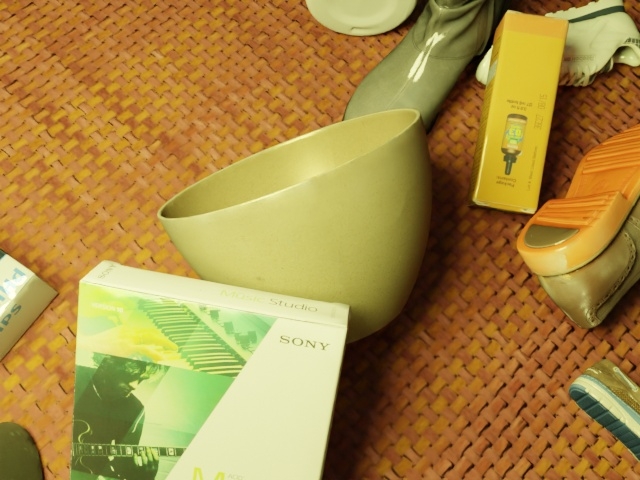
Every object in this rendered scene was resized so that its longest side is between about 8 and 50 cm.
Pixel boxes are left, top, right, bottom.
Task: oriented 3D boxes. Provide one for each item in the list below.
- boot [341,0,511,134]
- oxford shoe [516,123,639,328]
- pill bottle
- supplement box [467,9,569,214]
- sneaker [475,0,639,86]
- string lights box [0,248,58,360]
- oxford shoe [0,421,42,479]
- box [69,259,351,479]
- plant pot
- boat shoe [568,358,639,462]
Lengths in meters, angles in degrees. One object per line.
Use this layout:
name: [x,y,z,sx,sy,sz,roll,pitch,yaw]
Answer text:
boot: [0.143,-0.266,0.804,0.118,0.222,0.338,33,71,10]
oxford shoe: [0.381,-0.041,0.798,0.364,0.130,0.132,-38,107,-22]
pill bottle: [0.059,-0.437,0.908,0.153,0.152,0.271,3,69,0]
supplement box: [0.236,-0.150,0.800,0.078,0.080,0.233,10,88,3]
sneaker: [0.323,-0.248,0.879,0.235,0.090,0.094,-21,81,-7]
string lights box: [-0.454,0.032,0.752,0.260,0.076,0.133,33,72,11]
oxford shoe: [-0.333,0.292,0.661,0.076,0.076,0.212,-30,54,29]
box: [-0.111,0.194,0.611,0.233,0.058,0.321,10,106,3]
plant pot: [0.000,0.000,0.698,0.284,0.284,0.190,-26,106,-11]
boat shoe: [0.363,0.202,0.709,0.066,0.066,0.183,-41,75,-17]
